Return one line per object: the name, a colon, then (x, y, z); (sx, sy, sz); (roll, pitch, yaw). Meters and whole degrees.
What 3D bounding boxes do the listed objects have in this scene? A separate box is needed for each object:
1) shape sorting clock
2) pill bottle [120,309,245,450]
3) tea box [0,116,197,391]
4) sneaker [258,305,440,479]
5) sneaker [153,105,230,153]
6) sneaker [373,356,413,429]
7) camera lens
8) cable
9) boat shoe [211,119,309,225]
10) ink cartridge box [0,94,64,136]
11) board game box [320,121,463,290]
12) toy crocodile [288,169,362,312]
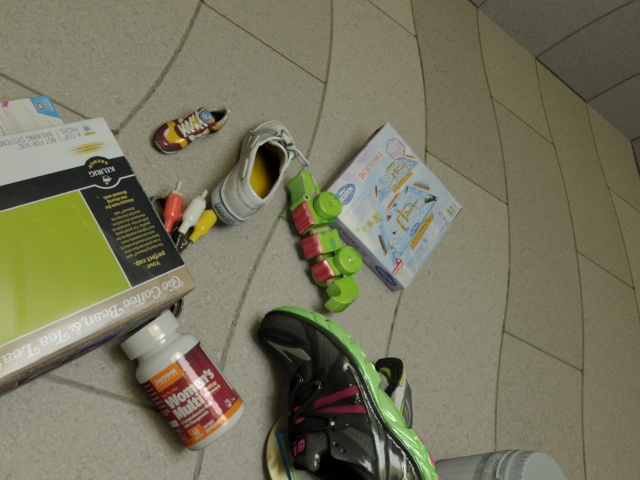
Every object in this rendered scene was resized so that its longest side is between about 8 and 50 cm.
shape sorting clock: (-0.017, 0.431, 1.123); (0.206, 0.040, 0.206); (21, 52, -29)
pill bottle: (-0.238, 0.237, 0.985); (0.221, 0.121, 0.121); (55, 46, -3)
tea box: (-0.432, 0.028, 0.866); (0.329, 0.220, 0.323); (-26, 85, -44)
sneaker: (0.015, 0.318, 1.053); (0.202, 0.185, 0.482); (-25, 60, -26)
sneaker: (-0.276, -0.249, 1.233); (0.069, 0.084, 0.185); (54, 45, -4)
sneaker: (0.148, 0.398, 1.221); (0.121, 0.111, 0.299); (56, 37, -29)
camera lens: (0.357, 0.560, 1.195); (0.219, 0.274, 0.219); (23, 53, -34)
cable: (-0.286, 0.013, 1.094); (0.140, 0.072, 0.287); (30, 50, -29)
boat shoe: (-0.106, -0.184, 1.258); (0.135, 0.157, 0.367); (51, 34, -19)
ink cartridge box: (-0.542, -0.179, 0.992); (0.181, 0.062, 0.104); (-28, 87, -45)
board game box: (0.181, -0.090, 1.488); (0.318, 0.066, 0.318); (47, 62, -11)
toy crocodile: (0.000, 0.000, 1.310); (0.105, 0.115, 0.340); (-10, 75, -41)
